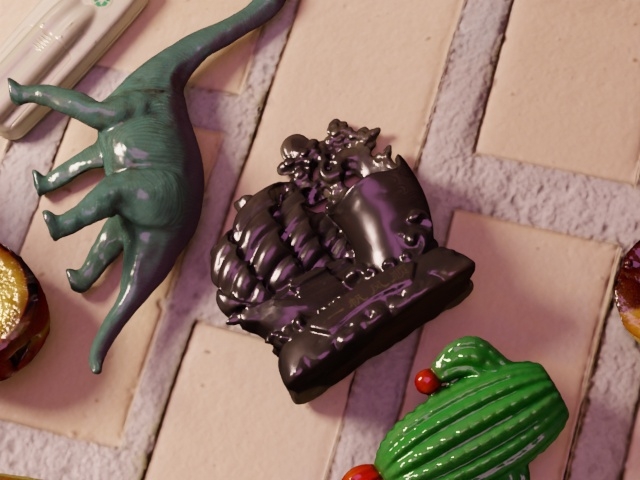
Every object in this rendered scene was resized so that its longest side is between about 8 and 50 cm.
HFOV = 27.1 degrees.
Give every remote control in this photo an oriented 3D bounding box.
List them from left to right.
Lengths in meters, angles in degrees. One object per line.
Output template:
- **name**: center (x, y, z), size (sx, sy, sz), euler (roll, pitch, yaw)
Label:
- **remote control**: center (-0.292, -0.215, 1.455), size (0.090, 0.049, 0.230), euler (36, 76, 14)

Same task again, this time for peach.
- **peach**: center (-0.344, 0.068, 1.339), size (0.127, 0.092, 0.172), euler (-36, 62, -14)

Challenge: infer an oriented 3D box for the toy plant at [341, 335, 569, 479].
- **toy plant**: center (0.126, 0.205, 1.241), size (0.154, 0.088, 0.240), euler (36, 85, 2)

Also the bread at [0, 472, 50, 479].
- **bread**: center (-0.366, 0.281, 1.263), size (0.361, 0.077, 0.138), euler (8, 82, 9)

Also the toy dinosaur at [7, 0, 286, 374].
- **toy dinosaur**: center (-0.131, -0.086, 1.376), size (0.330, 0.129, 0.384), euler (-18, 70, -10)

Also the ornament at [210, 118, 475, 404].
- **ornament**: center (0.000, 0.000, 1.328), size (0.251, 0.106, 0.260), euler (-33, 65, -8)

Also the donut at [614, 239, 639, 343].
- **donut**: center (0.351, 0.052, 1.284), size (0.140, 0.059, 0.141), euler (-2, 71, 6)
